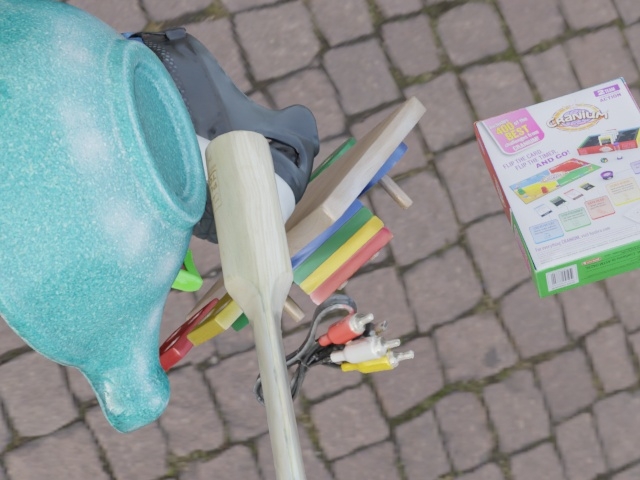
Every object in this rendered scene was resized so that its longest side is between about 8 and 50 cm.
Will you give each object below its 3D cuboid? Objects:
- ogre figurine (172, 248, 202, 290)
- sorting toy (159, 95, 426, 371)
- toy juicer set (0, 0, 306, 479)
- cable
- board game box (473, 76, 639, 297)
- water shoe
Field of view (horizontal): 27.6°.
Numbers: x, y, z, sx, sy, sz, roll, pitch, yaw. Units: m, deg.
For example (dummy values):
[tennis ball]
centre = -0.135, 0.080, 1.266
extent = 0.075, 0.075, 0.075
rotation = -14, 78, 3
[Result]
[ogre figurine]
centre = -0.137, -0.011, 0.906
extent = 0.197, 0.118, 0.097
rotation = -45, 134, 7
[sorting toy]
centre = 0.000, 0.000, 0.736
extent = 0.046, 0.132, 0.274
rotation = 46, 39, -6
[toy juicer set]
centre = -0.092, -0.047, 0.475
extent = 0.209, 0.090, 0.329
rotation = -94, 161, -49
[cable]
centre = -0.009, 0.174, 1.922
extent = 0.139, 0.287, 0.072
rotation = 46, 32, -25
[board game box]
centre = 0.385, -0.085, 1.910
extent = 0.242, 0.064, 0.316
rotation = -17, 48, 3
[water shoe]
centre = -0.098, -0.071, 0.635
extent = 0.203, 0.073, 0.080
rotation = 31, 56, -4
